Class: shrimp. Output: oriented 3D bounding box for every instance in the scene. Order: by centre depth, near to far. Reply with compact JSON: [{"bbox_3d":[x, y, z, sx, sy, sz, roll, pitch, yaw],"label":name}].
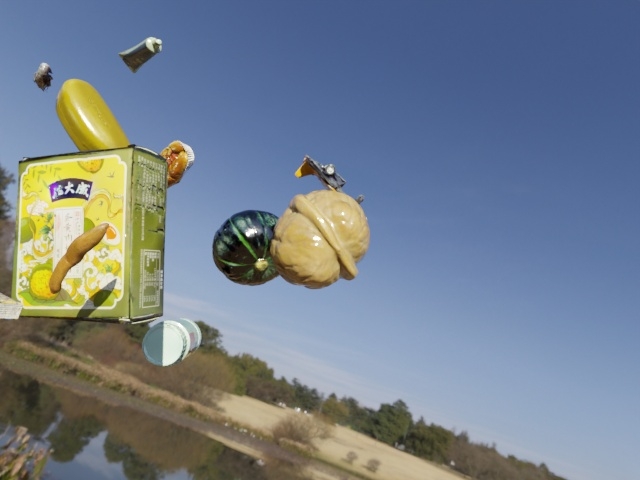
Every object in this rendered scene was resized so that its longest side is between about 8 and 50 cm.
[{"bbox_3d":[-1.019,-0.592,1.629,0.056,0.065,0.165,23,-19,-29],"label":"shrimp"}]

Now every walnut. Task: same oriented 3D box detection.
[{"bbox_3d":[0.000,0.000,1.239,0.285,0.296,0.285,50,-10,12],"label":"walnut"}]

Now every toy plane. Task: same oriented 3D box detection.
[{"bbox_3d":[0.060,-0.190,1.589,0.316,0.103,0.204,35,0,-6],"label":"toy plane"}]

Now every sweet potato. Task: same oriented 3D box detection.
[{"bbox_3d":[-0.473,0.029,0.856,0.044,0.179,0.044,43,3,-3],"label":"sweet potato"}]

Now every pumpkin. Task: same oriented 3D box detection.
[{"bbox_3d":[-0.240,0.034,1.638,0.315,0.315,0.238,46,5,-45],"label":"pumpkin"}]

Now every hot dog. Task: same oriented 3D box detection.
[{"bbox_3d":[-0.610,-0.297,1.798,0.267,0.145,0.075,-32,-11,32],"label":"hot dog"}]

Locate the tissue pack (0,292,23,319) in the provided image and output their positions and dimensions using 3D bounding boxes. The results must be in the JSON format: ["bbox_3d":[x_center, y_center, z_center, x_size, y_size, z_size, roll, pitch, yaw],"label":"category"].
[{"bbox_3d":[-0.566,0.108,0.761,0.083,0.035,0.063,15,-5,28],"label":"tissue pack"}]

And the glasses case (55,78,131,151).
[{"bbox_3d":[-0.891,-0.457,1.732,0.141,0.173,0.372,-33,-90,37],"label":"glasses case"}]

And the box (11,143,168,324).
[{"bbox_3d":[-0.580,-0.008,1.115,0.372,0.421,0.138,-1,-5,19],"label":"box"}]

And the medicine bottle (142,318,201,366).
[{"bbox_3d":[-0.539,0.369,1.623,0.157,0.158,0.318,23,-10,-2],"label":"medicine bottle"}]

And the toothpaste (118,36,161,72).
[{"bbox_3d":[-0.423,-0.443,1.048,0.197,0.035,0.057,4,-42,47],"label":"toothpaste"}]
